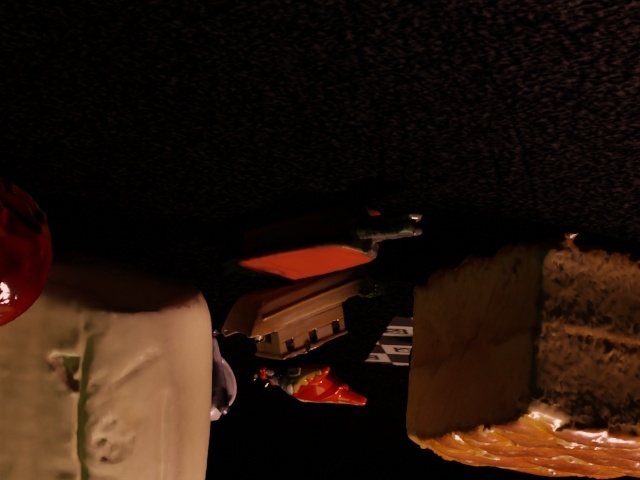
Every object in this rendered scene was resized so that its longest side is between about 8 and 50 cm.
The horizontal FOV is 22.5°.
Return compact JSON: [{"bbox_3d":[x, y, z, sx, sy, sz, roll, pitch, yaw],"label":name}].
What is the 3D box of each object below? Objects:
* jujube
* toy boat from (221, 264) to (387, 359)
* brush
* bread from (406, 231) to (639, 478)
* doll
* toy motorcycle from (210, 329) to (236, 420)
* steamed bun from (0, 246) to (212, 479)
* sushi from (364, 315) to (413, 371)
[{"bbox_3d":[-0.347,-0.008,1.471,0.155,0.155,0.230,-2,154,26],"label":"jujube"},{"bbox_3d":[-0.013,0.074,1.689,0.200,0.077,0.057,-21,-164,-39],"label":"toy boat"},{"bbox_3d":[0.000,-0.001,1.575,0.070,0.051,0.323,22,162,-30],"label":"brush"},{"bbox_3d":[0.258,0.131,1.673,0.279,0.207,0.279,11,165,-26],"label":"bread"},{"bbox_3d":[-0.023,0.203,2.347,0.169,0.057,0.109,9,155,44],"label":"doll"},{"bbox_3d":[-0.193,0.157,2.087,0.188,0.143,0.327,-1,152,-10],"label":"toy motorcycle"},{"bbox_3d":[-0.342,0.185,1.743,0.455,0.371,0.290,6,-171,4],"label":"steamed bun"},{"bbox_3d":[0.228,0.180,2.140,0.320,0.069,0.339,6,165,-5],"label":"sushi"}]
